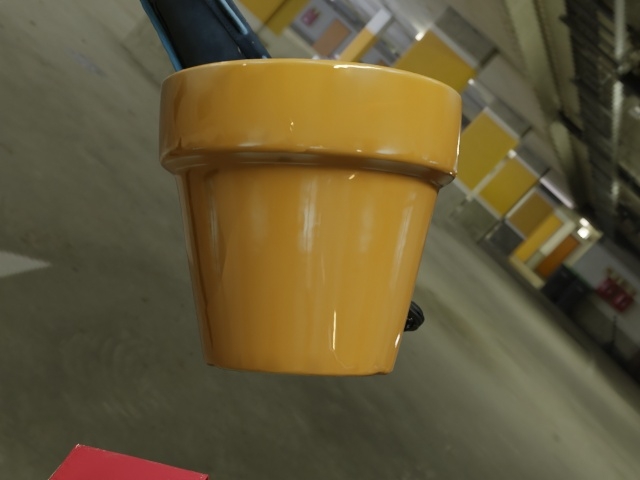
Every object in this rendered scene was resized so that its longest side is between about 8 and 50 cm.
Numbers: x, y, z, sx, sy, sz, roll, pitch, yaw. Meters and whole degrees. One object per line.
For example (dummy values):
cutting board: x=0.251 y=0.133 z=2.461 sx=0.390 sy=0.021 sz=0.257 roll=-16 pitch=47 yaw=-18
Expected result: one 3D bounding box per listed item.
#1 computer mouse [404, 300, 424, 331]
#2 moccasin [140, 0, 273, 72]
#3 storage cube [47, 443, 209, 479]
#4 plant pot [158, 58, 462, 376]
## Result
computer mouse: x=0.000 y=0.000 z=0.835 sx=0.242 sy=0.071 sz=0.041 roll=41 pitch=41 yaw=-18
moccasin: x=-0.119 y=-0.263 z=0.927 sx=0.137 sy=0.117 sz=0.342 roll=-103 pitch=169 yaw=-65
storage cube: x=-0.266 y=0.401 z=1.211 sx=0.193 sy=0.214 sz=0.183 roll=10 pitch=25 yaw=11
plant pot: x=-0.010 y=-0.006 z=0.645 sx=0.205 sy=0.187 sz=0.205 roll=3 pitch=-4 yaw=0
